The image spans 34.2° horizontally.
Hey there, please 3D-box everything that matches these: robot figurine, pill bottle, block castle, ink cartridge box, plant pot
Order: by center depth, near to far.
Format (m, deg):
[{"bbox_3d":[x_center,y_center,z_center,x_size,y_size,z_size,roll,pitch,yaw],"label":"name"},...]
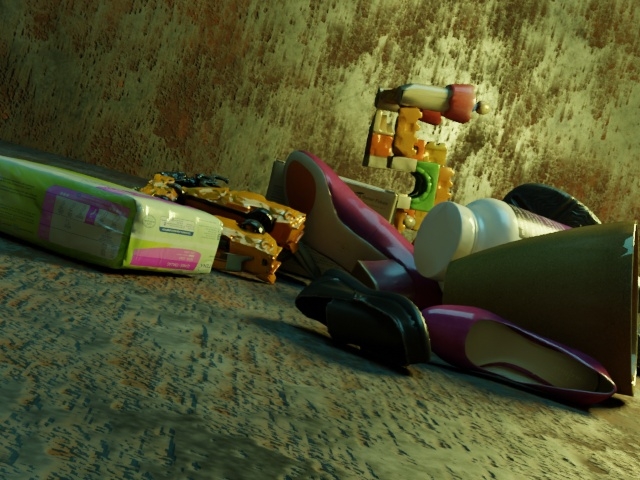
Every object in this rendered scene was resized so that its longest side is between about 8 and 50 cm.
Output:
[{"bbox_3d":[0.304,0.091,1.436,0.254,0.237,0.237,0,-1,18],"label":"plant pot"},{"bbox_3d":[0.315,0.042,1.677,0.323,0.181,0.181,18,2,-26],"label":"pill bottle"},{"bbox_3d":[-0.185,-0.027,1.696,0.291,0.085,0.211,16,34,15],"label":"robot figurine"},{"bbox_3d":[0.008,-0.025,1.904,0.235,0.193,0.088,17,3,9],"label":"ink cartridge box"},{"bbox_3d":[0.220,-0.121,2.307,0.213,0.453,0.303,8,4,-11],"label":"block castle"}]

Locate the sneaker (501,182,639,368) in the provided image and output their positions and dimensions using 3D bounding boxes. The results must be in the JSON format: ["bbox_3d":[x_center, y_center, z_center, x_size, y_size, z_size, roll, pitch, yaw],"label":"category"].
[{"bbox_3d":[0.504,0.093,1.929,0.447,0.169,0.257,47,2,18],"label":"sneaker"}]

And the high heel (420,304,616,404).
[{"bbox_3d":[0.237,0.139,1.267,0.244,0.082,0.117,28,-9,-11],"label":"high heel"}]

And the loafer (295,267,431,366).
[{"bbox_3d":[0.046,0.101,1.228,0.078,0.080,0.220,-24,25,-27],"label":"loafer"}]

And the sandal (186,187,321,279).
[{"bbox_3d":[-0.126,-0.003,1.823,0.303,0.086,0.120,28,-11,19],"label":"sandal"}]

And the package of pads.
[{"bbox_3d":[-0.318,-0.034,1.427,0.297,0.101,0.229,16,2,24],"label":"package of pads"}]

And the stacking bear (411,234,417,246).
[{"bbox_3d":[0.313,0.081,1.939,0.289,0.175,0.164,24,-17,-24],"label":"stacking bear"}]

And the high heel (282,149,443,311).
[{"bbox_3d":[0.071,-0.014,1.785,0.181,0.127,0.377,3,45,-38],"label":"high heel"}]
